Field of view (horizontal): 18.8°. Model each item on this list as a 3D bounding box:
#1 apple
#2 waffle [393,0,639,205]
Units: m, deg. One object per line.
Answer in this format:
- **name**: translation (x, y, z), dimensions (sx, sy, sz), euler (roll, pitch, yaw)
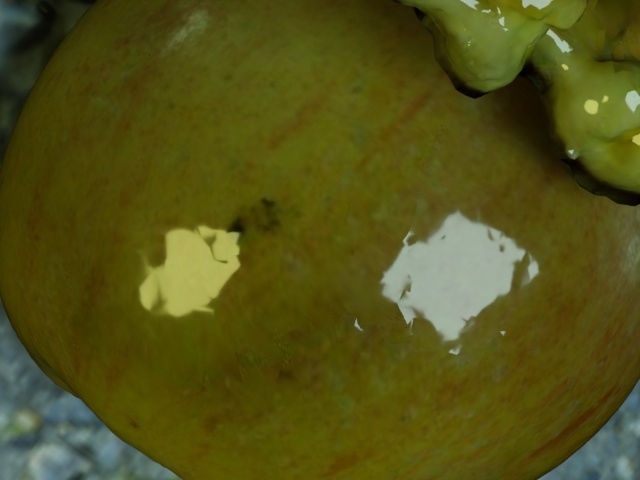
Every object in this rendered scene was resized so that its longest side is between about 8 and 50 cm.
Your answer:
- **apple**: translation (0.000, 0.000, 0.533), dimensions (0.155, 0.182, 0.182), euler (-51, 127, -10)
- **waffle**: translation (0.056, -0.142, 0.507), dimensions (0.301, 0.281, 0.058), euler (29, 133, -22)
